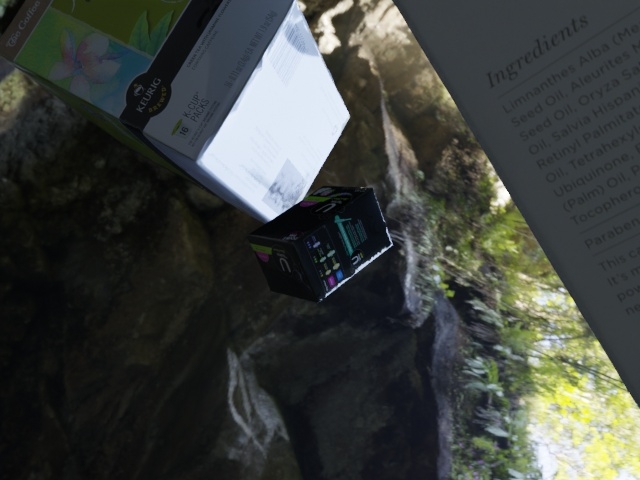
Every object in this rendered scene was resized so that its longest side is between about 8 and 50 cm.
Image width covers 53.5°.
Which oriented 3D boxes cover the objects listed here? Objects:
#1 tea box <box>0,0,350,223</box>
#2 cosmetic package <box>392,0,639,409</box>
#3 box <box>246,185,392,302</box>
[{"bbox_3d":[-0.173,-0.207,0.862,0.323,0.329,0.220,28,-95,17],"label":"tea box"},{"bbox_3d":[0.165,-0.154,0.415,0.161,0.230,0.453,-32,-92,27],"label":"cosmetic package"},{"bbox_3d":[0.000,0.000,0.477,0.083,0.052,0.062,-36,-155,-30],"label":"box"}]
